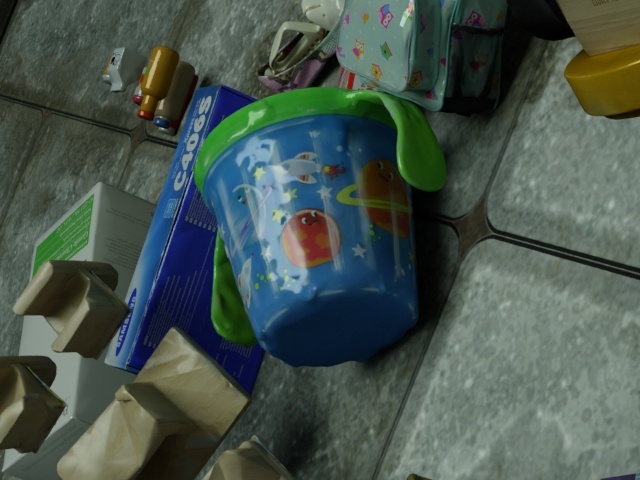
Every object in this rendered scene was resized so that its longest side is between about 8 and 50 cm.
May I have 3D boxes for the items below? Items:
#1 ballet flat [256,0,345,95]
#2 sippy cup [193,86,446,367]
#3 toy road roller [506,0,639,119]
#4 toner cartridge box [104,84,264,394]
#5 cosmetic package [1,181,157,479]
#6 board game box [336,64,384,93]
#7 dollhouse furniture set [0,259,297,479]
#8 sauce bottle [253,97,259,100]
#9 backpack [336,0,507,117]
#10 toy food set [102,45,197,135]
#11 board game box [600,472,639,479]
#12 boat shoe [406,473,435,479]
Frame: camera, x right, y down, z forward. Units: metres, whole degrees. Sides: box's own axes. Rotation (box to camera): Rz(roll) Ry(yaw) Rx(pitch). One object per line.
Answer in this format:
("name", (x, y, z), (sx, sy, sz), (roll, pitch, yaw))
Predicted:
("ballet flat", (-0.006, -0.257, 1.938), (0.221, 0.079, 0.077), (-46, 33, 35))
("sippy cup", (0.000, 0.000, 1.610), (0.305, 0.240, 0.224), (91, 170, -58))
("toy road roller", (0.327, -0.198, 1.233), (0.329, 0.241, 0.202), (-38, 15, -27))
("toner cartridge box", (-0.118, 0.008, 1.854), (0.075, 0.165, 0.348), (2, 71, 62))
("cosmetic package", (-0.292, 0.135, 2.084), (0.197, 0.155, 0.366), (-38, 39, 40))
("board game box", (0.046, -0.178, 1.769), (0.147, 0.045, 0.194), (115, 168, -68))
("dollhouse furniture set", (-0.210, 0.281, 1.699), (0.362, 0.256, 0.394), (42, 105, 22))
("sauce bottle", (-0.138, -0.013, 1.969), (0.111, 0.111, 0.344), (17, 87, 62))
("backpack", (0.109, -0.236, 1.606), (0.166, 0.144, 0.188), (31, 111, 52))
("toy food set", (-0.256, -0.215, 2.317), (0.232, 0.111, 0.105), (5, 75, 59))
("board game box", (0.257, 0.250, 1.136), (0.141, 0.048, 0.170), (-23, 51, 52))
("boat shoe", (0.120, 0.251, 1.292), (0.307, 0.110, 0.105), (0, 69, 66))
